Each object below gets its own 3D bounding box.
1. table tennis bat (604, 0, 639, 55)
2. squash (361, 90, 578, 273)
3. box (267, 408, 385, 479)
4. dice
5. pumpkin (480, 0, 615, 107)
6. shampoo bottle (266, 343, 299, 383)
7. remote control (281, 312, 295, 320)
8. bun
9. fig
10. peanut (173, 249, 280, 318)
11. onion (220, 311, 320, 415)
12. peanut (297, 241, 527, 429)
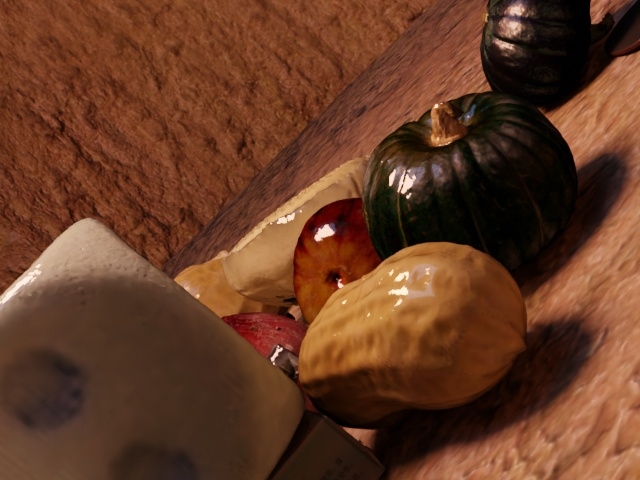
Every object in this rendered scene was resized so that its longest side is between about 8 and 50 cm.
[{"bbox_3d":[0.396,-0.268,1.358,0.154,0.021,0.274,-49,8,2],"label":"table tennis bat"},{"bbox_3d":[0.142,-0.050,1.161,0.218,0.172,0.218,-36,4,3],"label":"squash"},{"bbox_3d":[-0.065,0.276,1.083,0.269,0.079,0.135,-50,9,-10],"label":"box"},{"bbox_3d":[-0.190,0.155,1.064,0.264,0.262,0.268,-50,6,-6],"label":"dice"},{"bbox_3d":[0.263,-0.256,1.481,0.194,0.150,0.194,-55,0,0],"label":"pumpkin"},{"bbox_3d":[-0.115,0.243,1.241,0.309,0.098,0.071,-57,-5,-7],"label":"shampoo bottle"},{"bbox_3d":[-0.081,0.173,1.697,0.059,0.028,0.212,-46,9,33],"label":"remote control"},{"bbox_3d":[0.000,0.000,1.679,0.287,0.146,0.287,-34,5,3],"label":"bun"},{"bbox_3d":[0.046,0.014,1.380,0.148,0.149,0.202,0,44,12],"label":"fig"},{"bbox_3d":[-0.188,0.152,1.860,0.340,0.158,0.174,-56,-27,-19],"label":"peanut"},{"bbox_3d":[-0.085,0.142,1.348,0.159,0.195,0.159,-50,17,22],"label":"onion"},{"bbox_3d":[0.070,0.092,1.036,0.305,0.147,0.147,-33,18,55],"label":"peanut"}]
